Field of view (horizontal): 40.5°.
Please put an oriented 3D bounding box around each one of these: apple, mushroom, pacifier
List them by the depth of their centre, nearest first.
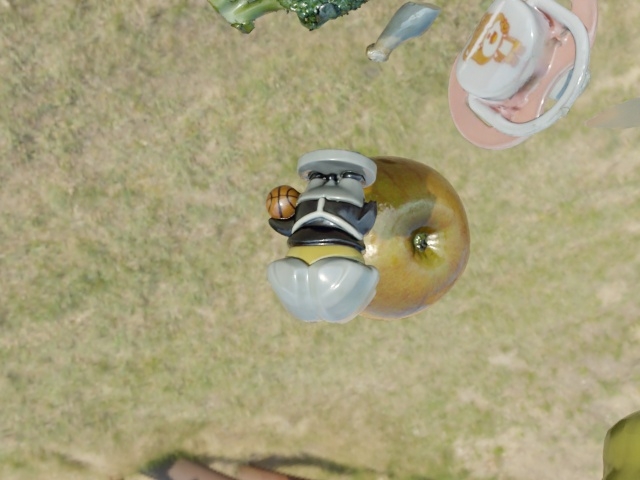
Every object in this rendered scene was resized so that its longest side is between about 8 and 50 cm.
[{"bbox_3d":[0.347,-0.305,1.463,0.332,0.220,0.273,-59,170,25],"label":"pacifier"},{"bbox_3d":[0.155,-0.010,2.014,0.400,0.400,0.333,-11,177,-20],"label":"apple"},{"bbox_3d":[0.213,-0.543,2.257,0.225,0.093,0.116,-44,-179,24],"label":"mushroom"}]

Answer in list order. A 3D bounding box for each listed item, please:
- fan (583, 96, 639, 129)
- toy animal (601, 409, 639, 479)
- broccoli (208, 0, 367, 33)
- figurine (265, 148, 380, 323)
[{"bbox_3d":[0.507,-0.179,1.151,0.310,0.010,0.182,-5,173,-12],"label":"fan"},{"bbox_3d":[0.275,0.186,0.504,0.338,0.216,0.191,-21,176,-13],"label":"toy animal"},{"bbox_3d":[-0.060,-0.444,1.256,0.283,0.321,0.304,-38,-174,34],"label":"broccoli"},{"bbox_3d":[0.000,0.000,1.234,0.176,0.236,0.133,-3,160,21],"label":"figurine"}]
